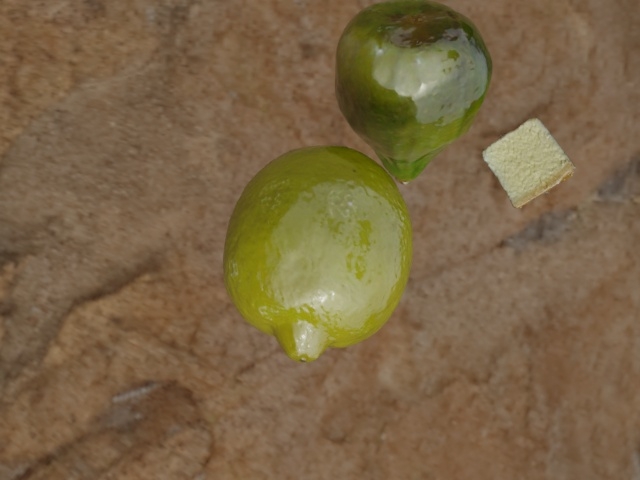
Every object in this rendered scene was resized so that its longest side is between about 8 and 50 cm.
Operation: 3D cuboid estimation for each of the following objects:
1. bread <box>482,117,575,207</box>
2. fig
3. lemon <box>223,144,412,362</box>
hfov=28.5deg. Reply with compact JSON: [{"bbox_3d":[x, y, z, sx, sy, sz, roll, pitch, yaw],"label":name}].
[{"bbox_3d":[0.227,-0.086,1.391,0.080,0.109,0.084,-34,84,6],"label":"bread"},{"bbox_3d":[0.098,-0.171,1.366,0.167,0.167,0.233,-60,171,-10],"label":"fig"},{"bbox_3d":[0.000,0.000,1.227,0.184,0.184,0.248,42,47,-37],"label":"lemon"}]
